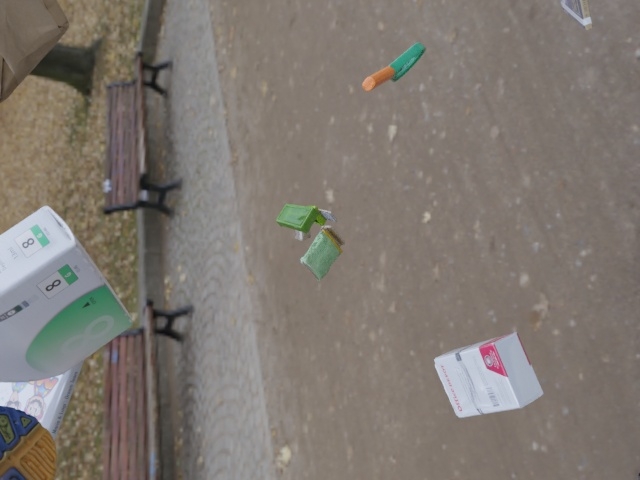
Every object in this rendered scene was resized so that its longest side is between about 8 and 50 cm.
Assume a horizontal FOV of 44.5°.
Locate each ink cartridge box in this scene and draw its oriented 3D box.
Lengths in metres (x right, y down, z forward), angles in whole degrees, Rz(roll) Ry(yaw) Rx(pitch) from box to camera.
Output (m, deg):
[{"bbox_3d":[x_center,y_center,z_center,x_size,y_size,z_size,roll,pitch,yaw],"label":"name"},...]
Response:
[{"bbox_3d":[-0.285,0.089,0.668,0.056,0.224,0.181,46,164,21],"label":"ink cartridge box"},{"bbox_3d":[0.271,0.221,1.276,0.150,0.063,0.109,-30,81,55],"label":"ink cartridge box"}]

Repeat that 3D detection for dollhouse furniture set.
[{"bbox_3d":[0.000,0.000,1.188,0.058,0.152,0.076,14,65,42],"label":"dollhouse furniture set"}]

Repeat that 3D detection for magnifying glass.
[{"bbox_3d":[0.141,-0.332,1.517,0.092,0.026,0.231,-47,-2,38],"label":"magnifying glass"}]

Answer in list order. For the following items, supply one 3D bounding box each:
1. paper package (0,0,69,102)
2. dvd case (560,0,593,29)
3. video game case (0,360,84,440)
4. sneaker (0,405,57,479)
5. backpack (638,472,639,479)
[{"bbox_3d":[-0.532,-0.357,0.997,0.168,0.324,0.309,-55,-36,-27],"label":"paper package"},{"bbox_3d":[0.458,-0.518,1.460,0.164,0.018,0.221,-89,-21,-61],"label":"dvd case"},{"bbox_3d":[-0.328,0.167,0.812,0.157,0.019,0.143,11,76,28],"label":"video game case"},{"bbox_3d":[-0.322,0.234,0.567,0.131,0.112,0.296,-39,4,35],"label":"sneaker"},{"bbox_3d":[0.389,0.330,0.815,0.182,0.152,0.115,-61,-16,-2],"label":"backpack"}]
